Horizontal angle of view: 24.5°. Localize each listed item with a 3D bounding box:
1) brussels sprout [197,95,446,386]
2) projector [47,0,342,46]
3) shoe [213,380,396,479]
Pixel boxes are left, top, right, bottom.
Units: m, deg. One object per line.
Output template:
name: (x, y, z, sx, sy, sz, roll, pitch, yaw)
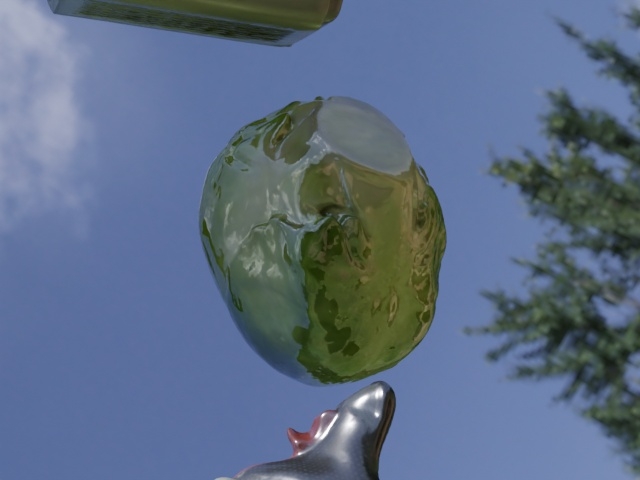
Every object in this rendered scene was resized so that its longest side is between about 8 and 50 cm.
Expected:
brussels sprout: (0.002, -0.001, 0.757, 0.117, 0.155, 0.155, -6, -59, -35)
projector: (-0.076, -0.243, 0.757, 0.193, 0.088, 0.269, 6, -95, -19)
shoe: (0.047, 0.143, 0.500, 0.112, 0.227, 0.099, -47, -11, -16)
